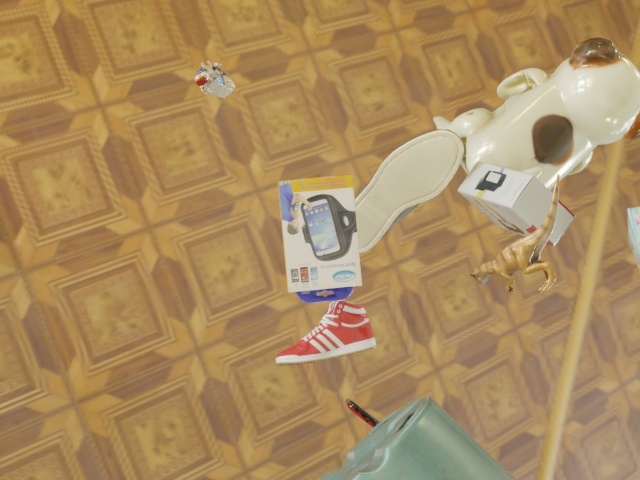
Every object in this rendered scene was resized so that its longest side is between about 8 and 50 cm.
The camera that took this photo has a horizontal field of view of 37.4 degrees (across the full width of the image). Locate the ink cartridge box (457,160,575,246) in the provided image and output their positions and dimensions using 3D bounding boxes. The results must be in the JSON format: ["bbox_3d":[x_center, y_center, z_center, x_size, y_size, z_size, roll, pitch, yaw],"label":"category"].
[{"bbox_3d":[0.350,-0.068,1.703,0.127,0.175,0.072,38,85,-27],"label":"ink cartridge box"}]

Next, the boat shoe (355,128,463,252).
[{"bbox_3d":[0.154,-0.105,1.815,0.116,0.324,0.096,42,31,-3],"label":"boat shoe"}]

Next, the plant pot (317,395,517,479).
[{"bbox_3d":[0.148,0.395,1.157,0.341,0.341,0.334,-38,84,-31],"label":"plant pot"}]

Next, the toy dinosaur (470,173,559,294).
[{"bbox_3d":[0.299,0.018,1.363,0.112,0.211,0.064,48,34,6],"label":"toy dinosaur"}]

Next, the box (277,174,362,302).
[{"bbox_3d":[0.000,0.000,1.016,0.081,0.028,0.136,-6,94,-2],"label":"box"}]

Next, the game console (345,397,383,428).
[{"bbox_3d":[0.116,0.296,1.681,0.124,0.144,0.085,37,84,5],"label":"game console"}]

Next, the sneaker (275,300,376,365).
[{"bbox_3d":[0.001,0.104,1.086,0.119,0.042,0.067,-11,87,-14],"label":"sneaker"}]

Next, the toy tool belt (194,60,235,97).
[{"bbox_3d":[-0.180,-0.268,1.545,0.083,0.052,0.051,15,46,-53],"label":"toy tool belt"}]

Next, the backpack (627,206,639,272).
[{"bbox_3d":[0.620,-0.016,1.674,0.166,0.145,0.188,50,40,-51],"label":"backpack"}]

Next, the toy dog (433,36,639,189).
[{"bbox_3d":[0.479,-0.251,1.983,0.408,0.395,0.284,-34,91,8],"label":"toy dog"}]
